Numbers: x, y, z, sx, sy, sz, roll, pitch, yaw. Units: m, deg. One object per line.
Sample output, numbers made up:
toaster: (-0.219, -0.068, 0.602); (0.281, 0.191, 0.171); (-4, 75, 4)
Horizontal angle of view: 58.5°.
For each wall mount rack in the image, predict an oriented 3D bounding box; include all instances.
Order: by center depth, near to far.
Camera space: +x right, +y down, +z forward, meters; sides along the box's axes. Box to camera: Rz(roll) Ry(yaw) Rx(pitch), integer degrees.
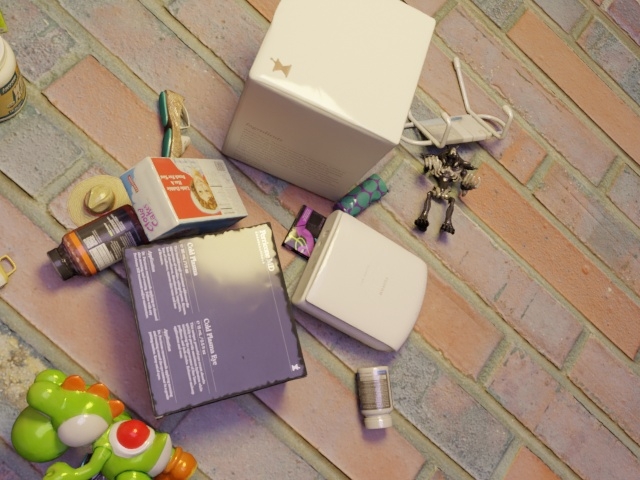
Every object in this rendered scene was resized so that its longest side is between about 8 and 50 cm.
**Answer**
wall mount rack: (0.356, -0.380, 1.591); (0.349, 0.131, 0.304); (-11, 45, -21)

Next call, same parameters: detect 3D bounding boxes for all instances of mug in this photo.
mug: (-0.670, 0.067, 1.172); (0.078, 0.062, 0.064); (-38, 98, -16)

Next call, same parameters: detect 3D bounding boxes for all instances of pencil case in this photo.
pencil case: (0.104, -0.106, 1.463); (0.151, 0.064, 0.070); (-37, 133, -22)

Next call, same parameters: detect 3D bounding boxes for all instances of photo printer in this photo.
photo printer: (0.112, 0.109, 1.368); (0.307, 0.107, 0.256); (31, 70, -18)

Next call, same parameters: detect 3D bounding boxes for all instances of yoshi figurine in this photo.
yoshi figurine: (-0.424, 0.396, 1.079); (0.362, 0.203, 0.203); (49, 65, -19)

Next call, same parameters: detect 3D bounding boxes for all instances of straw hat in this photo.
straw hat: (-0.490, -0.091, 1.269); (0.144, 0.061, 0.145); (5, 75, -17)

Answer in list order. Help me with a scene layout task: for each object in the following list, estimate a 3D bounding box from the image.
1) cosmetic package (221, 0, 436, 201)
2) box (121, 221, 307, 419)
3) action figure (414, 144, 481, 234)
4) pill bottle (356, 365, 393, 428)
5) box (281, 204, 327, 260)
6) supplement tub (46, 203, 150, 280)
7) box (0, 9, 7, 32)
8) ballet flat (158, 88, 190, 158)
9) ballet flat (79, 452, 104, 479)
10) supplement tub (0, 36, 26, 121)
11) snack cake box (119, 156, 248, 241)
cosmetic package: (0.000, -0.342, 1.314); (0.327, 0.393, 0.330); (23, 71, -11)
box: (-0.231, 0.166, 1.222); (0.312, 0.179, 0.344); (-10, 80, -18)
action figure: (0.337, -0.158, 1.513); (0.164, 0.141, 0.276); (15, 73, -1)
pill bottle: (0.129, 0.367, 1.340); (0.078, 0.078, 0.137); (-1, 76, -18)
box: (0.000, 0.000, 1.421); (0.162, 0.029, 0.116); (30, 69, -11)
supplement tub: (-0.475, 0.008, 1.224); (0.197, 0.106, 0.106); (-30, 87, -21)
box: (-0.761, -0.572, 1.281); (0.042, 0.109, 0.178); (-21, 83, -20)
ballet flat: (-0.343, -0.261, 1.360); (0.067, 0.073, 0.206); (2, 79, -32)
ballet flat: (-0.476, 0.521, 1.111); (0.074, 0.074, 0.203); (29, 67, -9)
supplement tub: (-0.707, -0.350, 1.191); (0.144, 0.199, 0.145); (4, 75, -17)
snack cake box: (-0.285, -0.093, 1.239); (0.152, 0.089, 0.264); (66, 24, 5)
